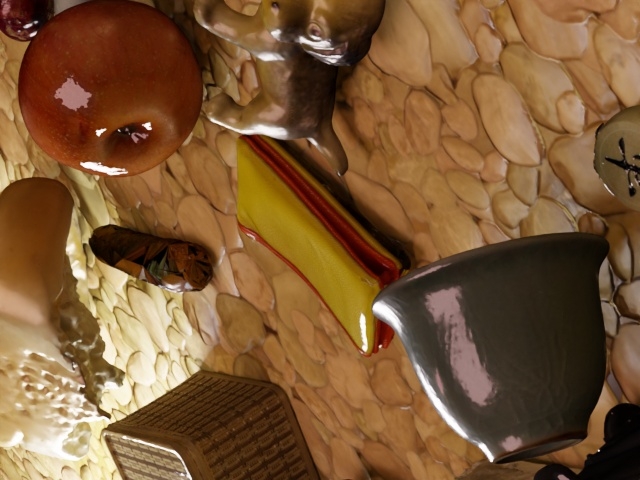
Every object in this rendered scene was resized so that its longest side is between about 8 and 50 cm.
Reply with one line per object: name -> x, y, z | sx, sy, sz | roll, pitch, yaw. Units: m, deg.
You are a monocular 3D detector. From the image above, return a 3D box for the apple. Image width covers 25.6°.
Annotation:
apple -> -0.220, -0.155, 1.485 | 0.162, 0.201, 0.201 | -114, 20, -45

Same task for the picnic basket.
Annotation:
picnic basket -> -0.118, 0.347, 1.779 | 0.228, 0.175, 0.312 | 2, 117, 54

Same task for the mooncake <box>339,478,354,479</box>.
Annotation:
mooncake -> 0.072, 0.392, 1.599 | 0.235, 0.117, 0.234 | 33, 141, 32

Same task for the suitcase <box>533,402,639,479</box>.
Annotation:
suitcase -> 0.355, 0.255, 1.042 | 0.339, 0.188, 0.345 | 52, 147, 3

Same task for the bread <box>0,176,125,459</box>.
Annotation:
bread -> -0.404, 0.120, 1.859 | 0.424, 0.245, 0.329 | 94, 156, -48

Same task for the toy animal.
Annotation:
toy animal -> -0.028, -0.181, 1.282 | 0.169, 0.121, 0.233 | 33, 144, 20

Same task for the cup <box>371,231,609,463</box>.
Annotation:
cup -> 0.154, 0.096, 1.124 | 0.199, 0.199, 0.150 | -42, 58, 58

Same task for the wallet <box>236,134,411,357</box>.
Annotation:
wallet -> 0.000, 0.000, 1.441 | 0.241, 0.067, 0.141 | 46, 151, 30

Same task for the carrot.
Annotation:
carrot -> -0.214, 0.021, 1.763 | 0.229, 0.069, 0.069 | 14, 126, 51

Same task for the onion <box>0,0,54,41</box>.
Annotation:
onion -> -0.361, -0.291, 1.684 | 0.107, 0.097, 0.107 | 176, 90, -76

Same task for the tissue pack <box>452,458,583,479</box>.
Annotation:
tissue pack -> 0.227, 0.351, 1.338 | 0.201, 0.124, 0.271 | 0, 114, 56

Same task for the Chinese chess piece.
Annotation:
Chinese chess piece -> 0.245, -0.061, 1.058 | 0.084, 0.034, 0.084 | 34, 141, 34

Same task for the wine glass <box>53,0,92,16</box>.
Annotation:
wine glass -> -0.240, -0.324, 1.477 | 0.103, 0.103, 0.222 | 45, 147, 24
